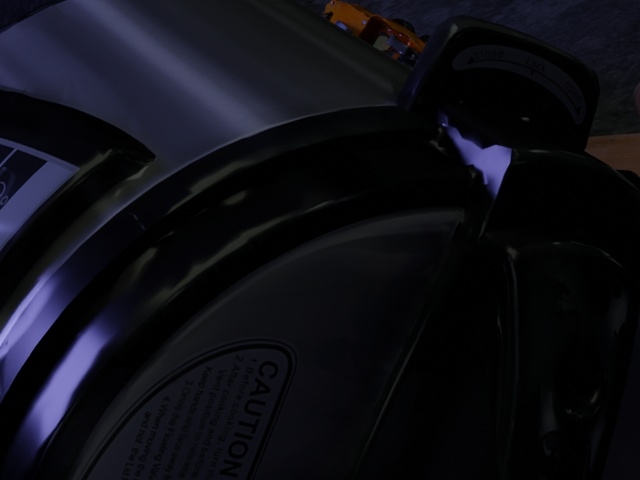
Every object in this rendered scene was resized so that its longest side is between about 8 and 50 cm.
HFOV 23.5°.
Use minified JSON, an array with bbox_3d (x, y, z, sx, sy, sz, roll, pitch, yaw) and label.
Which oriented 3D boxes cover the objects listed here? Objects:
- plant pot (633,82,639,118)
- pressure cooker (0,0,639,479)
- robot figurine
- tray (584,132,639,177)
[{"bbox_3d":[0.337,-0.076,1.073,0.236,0.236,0.032,-2,73,42],"label":"plant pot"},{"bbox_3d":[-0.020,0.079,0.756,0.376,0.369,0.420,-28,33,-14],"label":"pressure cooker"},{"bbox_3d":[0.113,-0.124,1.393,0.085,0.211,0.291,-59,37,12],"label":"robot figurine"},{"bbox_3d":[0.306,0.014,0.945,0.411,0.076,0.202,-3,45,42],"label":"tray"}]
